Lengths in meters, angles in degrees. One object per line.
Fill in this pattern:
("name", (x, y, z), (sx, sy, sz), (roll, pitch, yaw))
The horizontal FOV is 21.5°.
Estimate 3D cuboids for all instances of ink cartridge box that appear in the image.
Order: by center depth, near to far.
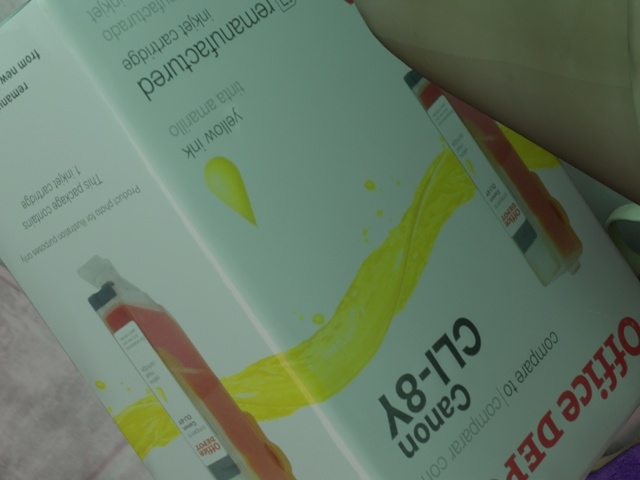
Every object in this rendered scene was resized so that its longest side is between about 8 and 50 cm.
("ink cartridge box", (0.000, 0.000, 0.957), (0.160, 0.279, 0.384), (-27, 100, 45))

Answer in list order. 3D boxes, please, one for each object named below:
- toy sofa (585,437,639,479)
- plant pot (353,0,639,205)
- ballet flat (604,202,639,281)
("toy sofa", (0.256, 0.229, 1.152), (0.177, 0.150, 0.362), (36, 157, 1))
("plant pot", (0.167, -0.147, 0.767), (0.280, 0.323, 0.323), (17, 143, 41))
("ballet flat", (0.199, 0.026, 1.091), (0.280, 0.095, 0.096), (-31, 103, 37))
